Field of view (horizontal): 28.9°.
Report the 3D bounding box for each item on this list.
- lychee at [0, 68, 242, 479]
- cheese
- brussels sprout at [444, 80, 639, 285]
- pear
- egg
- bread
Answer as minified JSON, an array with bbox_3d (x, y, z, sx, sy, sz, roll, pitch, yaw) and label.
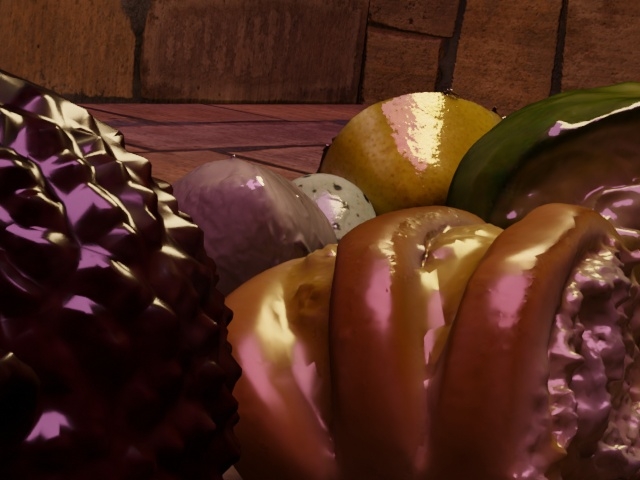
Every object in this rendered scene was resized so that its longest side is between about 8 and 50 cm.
[{"bbox_3d":[-0.188,0.068,0.505,0.306,0.305,0.330,0,-13,-28],"label":"lychee"},{"bbox_3d":[-0.080,0.024,1.032,0.189,0.198,0.154,19,31,-56],"label":"cheese"},{"bbox_3d":[0.296,-0.006,1.093,0.371,0.275,0.315,1,1,15],"label":"brussels sprout"},{"bbox_3d":[0.135,-0.031,1.457,0.267,0.266,0.178,2,39,-19],"label":"pear"},{"bbox_3d":[0.000,0.000,1.359,0.131,0.131,0.164,6,35,-3],"label":"egg"},{"bbox_3d":[0.082,0.074,0.794,0.270,0.211,0.316,11,9,29],"label":"bread"}]
